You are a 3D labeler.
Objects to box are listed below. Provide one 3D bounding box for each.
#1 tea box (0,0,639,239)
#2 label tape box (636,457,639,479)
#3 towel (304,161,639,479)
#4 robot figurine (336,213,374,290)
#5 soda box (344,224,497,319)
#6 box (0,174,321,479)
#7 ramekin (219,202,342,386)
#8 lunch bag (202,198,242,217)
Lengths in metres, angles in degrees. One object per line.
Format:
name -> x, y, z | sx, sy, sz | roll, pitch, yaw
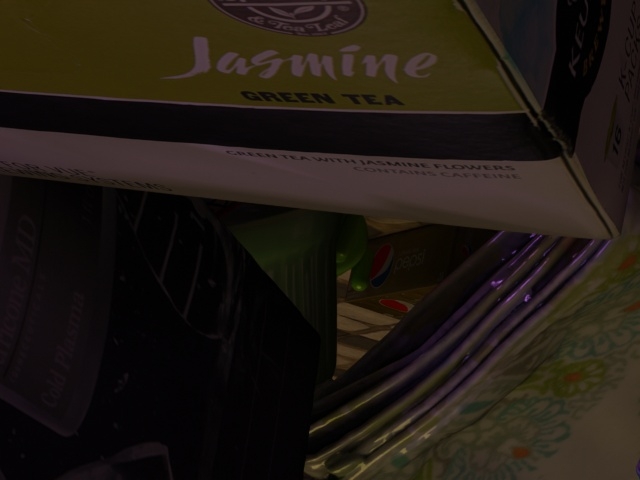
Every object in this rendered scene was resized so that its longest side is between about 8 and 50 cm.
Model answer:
tea box -> -0.089, -0.160, 0.451 | 0.329, 0.220, 0.323 | 7, 166, 23
label tape box -> 0.289, 0.160, 1.018 | 0.115, 0.348, 0.249 | 15, 153, 34
towel -> 0.185, 0.111, 1.210 | 0.320, 0.090, 0.374 | -42, 142, 16
robot figurine -> 0.000, 0.000, 1.360 | 0.101, 0.067, 0.115 | 22, 166, -9
soda box -> 0.092, 0.027, 1.411 | 0.061, 0.058, 0.181 | 18, 165, -23
box -> -0.253, 0.130, 0.771 | 0.297, 0.480, 0.472 | -16, 135, 26
ramekin -> -0.128, 0.046, 1.220 | 0.303, 0.148, 0.303 | -5, -170, 1
lunch bag -> -0.206, -0.098, 1.028 | 0.293, 0.120, 0.258 | 1, 162, 42
